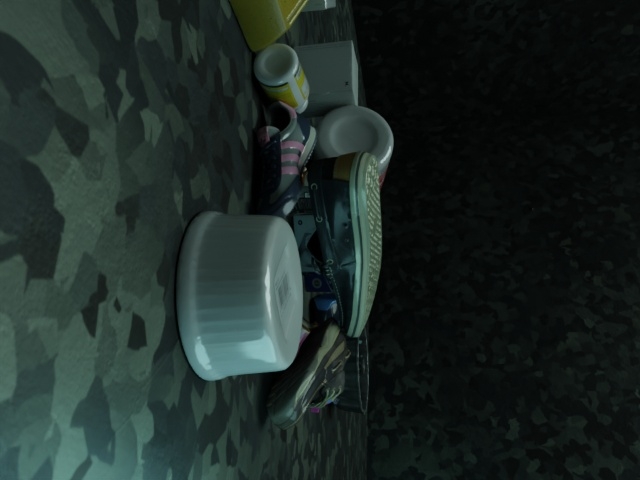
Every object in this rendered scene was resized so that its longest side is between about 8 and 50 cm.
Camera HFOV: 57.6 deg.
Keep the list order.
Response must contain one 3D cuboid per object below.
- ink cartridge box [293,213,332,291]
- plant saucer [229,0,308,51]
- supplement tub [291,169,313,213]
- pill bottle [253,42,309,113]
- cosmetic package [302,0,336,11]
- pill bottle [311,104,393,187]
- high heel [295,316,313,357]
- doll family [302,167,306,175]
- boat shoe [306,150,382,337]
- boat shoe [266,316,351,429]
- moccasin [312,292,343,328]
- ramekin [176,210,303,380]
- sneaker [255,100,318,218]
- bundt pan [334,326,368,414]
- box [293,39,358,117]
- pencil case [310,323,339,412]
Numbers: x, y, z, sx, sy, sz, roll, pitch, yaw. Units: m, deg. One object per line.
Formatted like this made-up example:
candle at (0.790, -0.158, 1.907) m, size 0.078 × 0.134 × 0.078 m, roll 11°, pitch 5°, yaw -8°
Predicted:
ink cartridge box at (0.036, 0.034, 1.574) m, size 0.045 × 0.224 × 0.223 m, roll -13°, pitch 99°, yaw -62°
plant saucer at (-0.066, -0.592, 1.154) m, size 0.332 × 0.081 × 0.332 m, roll -59°, pitch 160°, yaw -15°
supplement tub at (0.010, -0.134, 1.554) m, size 0.117 × 0.191 × 0.116 m, roll -3°, pitch 90°, yaw -81°
pill bottle at (-0.083, -0.363, 1.346) m, size 0.184 × 0.103 × 0.103 m, roll 56°, pitch 33°, yaw -72°
cosmetic package at (-0.052, -0.655, 1.463) m, size 0.183 × 0.152 × 0.151 m, roll -68°, pitch 154°, yaw -66°
pill bottle at (0.085, -0.212, 1.797) m, size 0.407 × 0.229 × 0.228 m, roll 96°, pitch -4°, yaw -68°
high heel at (-0.077, 0.238, 1.398) m, size 0.117 × 0.082 × 0.244 m, roll -51°, pitch -172°, yaw -1°
doll family at (-0.074, -0.224, 1.453) m, size 0.111 × 0.076 × 0.193 m, roll 83°, pitch 13°, yaw -48°
boat shoe at (0.056, 0.018, 1.383) m, size 0.186 × 0.156 × 0.499 m, roll -64°, pitch 154°, yaw -51°
boat shoe at (-0.002, 0.312, 1.337) m, size 0.130 × 0.132 × 0.355 m, roll 50°, pitch 32°, yaw -7°
moccasin at (0.045, 0.236, 1.914) m, size 0.342 × 0.138 × 0.116 m, roll 2°, pitch 89°, yaw -66°
ramekin at (-0.116, 0.086, 0.947) m, size 0.277 × 0.135 × 0.277 m, roll -2°, pitch 90°, yaw -80°
sneaker at (-0.103, -0.172, 1.274) m, size 0.131 × 0.112 × 0.318 m, roll 43°, pitch 42°, yaw -33°
bundt pan at (0.095, 0.449, 2.068) m, size 0.331 × 0.124 × 0.330 m, roll -2°, pitch 90°, yaw -81°
box at (0.015, -0.470, 1.705) m, size 0.119 × 0.181 × 0.181 m, roll 65°, pitch 24°, yaw -66°
pencil case at (-0.012, 0.341, 1.576) m, size 0.104 × 0.105 × 0.236 m, roll -71°, pitch 155°, yaw -65°
